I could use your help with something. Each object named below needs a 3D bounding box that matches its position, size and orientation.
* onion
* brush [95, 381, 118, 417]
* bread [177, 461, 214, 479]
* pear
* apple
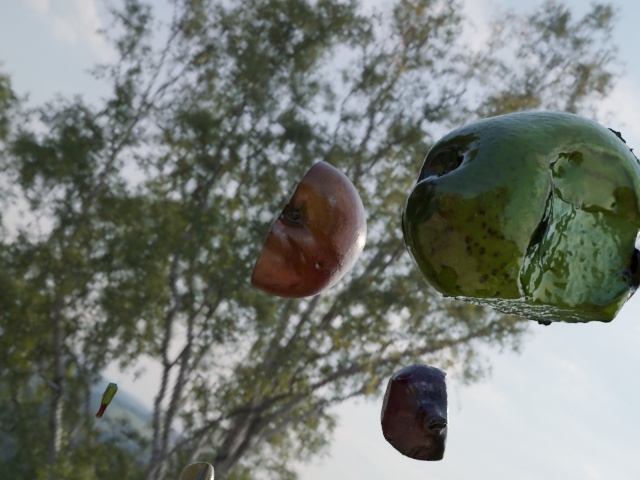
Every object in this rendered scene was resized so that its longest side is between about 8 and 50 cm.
[{"bbox_3d":[0.196,0.351,1.935,0.139,0.195,0.218,10,4,-1],"label":"onion"},{"bbox_3d":[-0.413,0.308,1.859,0.018,0.083,0.021,16,26,-29],"label":"brush"},{"bbox_3d":[-0.246,0.492,1.898,0.082,0.115,0.056,-23,-62,27],"label":"bread"},{"bbox_3d":[0.211,-0.044,1.025,0.255,0.238,0.164,16,-9,-34],"label":"pear"},{"bbox_3d":[0.000,0.000,1.949,0.163,0.293,0.251,27,-8,7],"label":"apple"}]
